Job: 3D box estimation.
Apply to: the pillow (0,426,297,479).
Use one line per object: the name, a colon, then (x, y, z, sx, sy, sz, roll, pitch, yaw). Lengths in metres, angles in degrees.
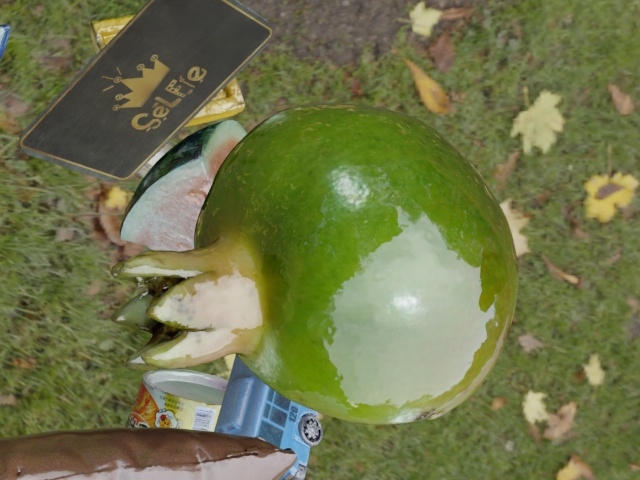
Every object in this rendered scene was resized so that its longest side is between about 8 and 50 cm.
pillow: (-0.220, 0.219, 0.760, 0.308, 0.305, 0.108, 1, 63, -35)

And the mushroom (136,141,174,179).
mushroom: (-0.309, -0.152, 1.850, 0.096, 0.108, 0.247, -67, 154, -6)

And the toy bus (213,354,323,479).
toy bus: (-0.069, 0.225, 1.412, 0.134, 0.116, 0.234, 36, 50, -29)

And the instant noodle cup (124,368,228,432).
instant noodle cup: (-0.237, 0.349, 1.730, 0.264, 0.264, 0.200, 10, 96, -29)

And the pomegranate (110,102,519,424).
pomegranate: (0.000, 0.000, 0.838, 0.359, 0.310, 0.216, -9, 126, -32)

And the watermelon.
watermelon: (-0.156, -0.062, 1.287, 0.207, 0.136, 0.202, -45, 136, -50)

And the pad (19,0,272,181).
pad: (-0.224, -0.201, 1.474, 0.375, 0.063, 0.315, -41, 153, 18)

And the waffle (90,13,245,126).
waffle: (-0.278, -0.310, 1.780, 0.221, 0.055, 0.247, -15, 68, -19)

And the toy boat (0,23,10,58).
toy boat: (-0.612, -0.312, 1.725, 0.046, 0.229, 0.080, -32, 91, -49)
